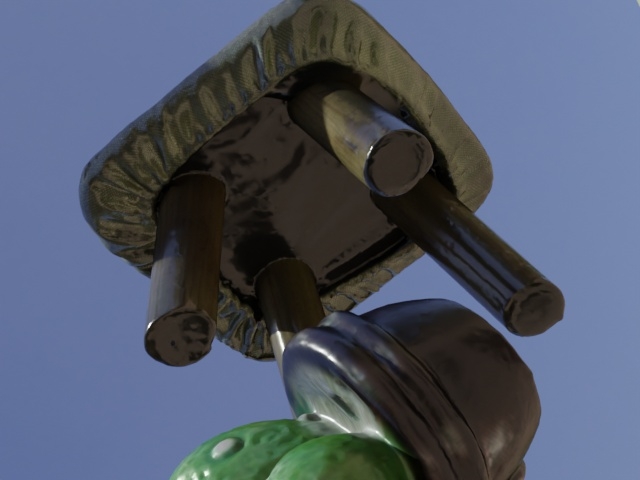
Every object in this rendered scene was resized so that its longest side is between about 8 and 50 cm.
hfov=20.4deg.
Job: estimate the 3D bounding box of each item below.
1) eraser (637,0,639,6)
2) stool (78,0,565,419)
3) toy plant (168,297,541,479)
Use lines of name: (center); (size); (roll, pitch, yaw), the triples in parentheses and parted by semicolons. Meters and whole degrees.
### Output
eraser: (0.329, -0.156, 1.186); (0.274, 0.210, 0.092); (63, 166, -11)
stool: (0.000, 0.000, 1.493); (0.310, 0.310, 0.226); (44, -169, -37)
toy plant: (0.016, 0.143, 1.157); (0.235, 0.218, 0.175); (-34, -80, -21)
